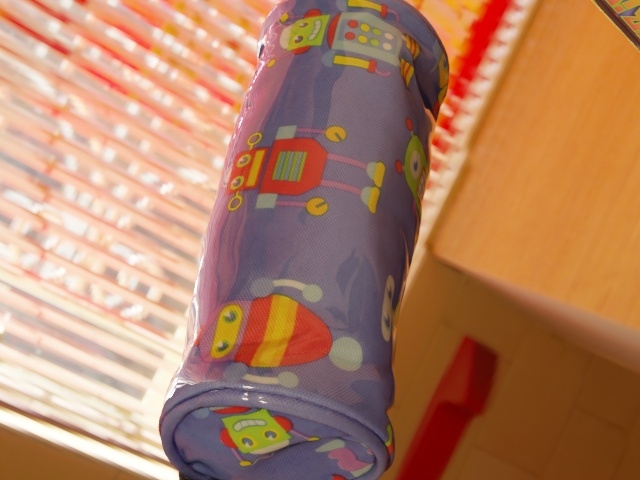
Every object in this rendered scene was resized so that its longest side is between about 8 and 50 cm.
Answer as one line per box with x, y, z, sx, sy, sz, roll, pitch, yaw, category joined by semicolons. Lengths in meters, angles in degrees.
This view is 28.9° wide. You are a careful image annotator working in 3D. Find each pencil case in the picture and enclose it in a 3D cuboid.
0.000;0.000;0.685;0.119;0.306;0.133;-6;-40;22;pencil case

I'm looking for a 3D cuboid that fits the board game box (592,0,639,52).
0.116;-0.129;0.345;0.141;0.048;0.170;-16;-45;45;board game box
